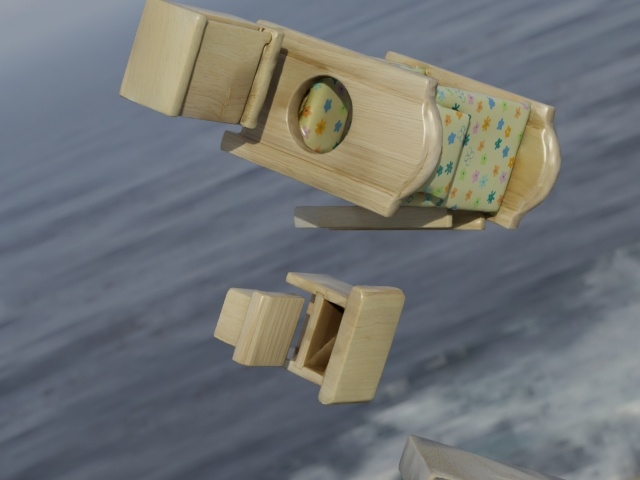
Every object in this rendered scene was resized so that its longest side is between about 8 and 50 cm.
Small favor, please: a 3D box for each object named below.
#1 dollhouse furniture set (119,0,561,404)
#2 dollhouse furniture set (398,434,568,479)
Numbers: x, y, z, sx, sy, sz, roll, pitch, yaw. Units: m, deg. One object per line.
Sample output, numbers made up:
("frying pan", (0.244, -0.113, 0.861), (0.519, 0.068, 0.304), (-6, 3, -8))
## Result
("dollhouse furniture set", (0.000, 0.000, 0.763), (0.101, 0.161, 0.182), (23, 11, 33))
("dollhouse furniture set", (-0.017, 0.112, 0.453), (0.183, 0.129, 0.129), (17, 2, -4))
